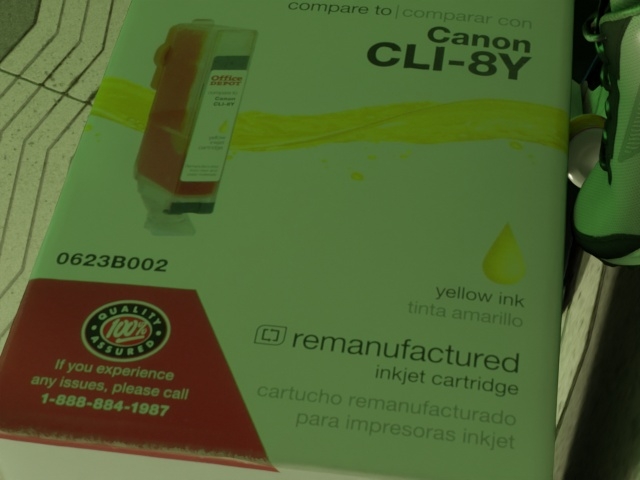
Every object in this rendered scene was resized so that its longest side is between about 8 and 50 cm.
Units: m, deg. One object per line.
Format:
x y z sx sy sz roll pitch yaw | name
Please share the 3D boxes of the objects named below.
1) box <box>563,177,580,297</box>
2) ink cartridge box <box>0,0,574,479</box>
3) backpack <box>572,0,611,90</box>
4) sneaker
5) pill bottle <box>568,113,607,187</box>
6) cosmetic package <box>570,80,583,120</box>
0.081 -0.012 0.982 0.108 0.207 0.153 108 -177 -51 | box
0.000 0.000 0.773 0.160 0.279 0.384 86 -168 -51 | ink cartridge box
0.219 -0.236 1.076 0.173 0.117 0.158 -65 -2 -48 | backpack
0.164 -0.085 0.599 0.271 0.108 0.100 108 180 -55 | sneaker
0.189 -0.064 0.918 0.083 0.043 0.043 -70 1 -72 | pill bottle
0.026 -0.033 1.261 0.329 0.328 0.393 -69 -1 -67 | cosmetic package
